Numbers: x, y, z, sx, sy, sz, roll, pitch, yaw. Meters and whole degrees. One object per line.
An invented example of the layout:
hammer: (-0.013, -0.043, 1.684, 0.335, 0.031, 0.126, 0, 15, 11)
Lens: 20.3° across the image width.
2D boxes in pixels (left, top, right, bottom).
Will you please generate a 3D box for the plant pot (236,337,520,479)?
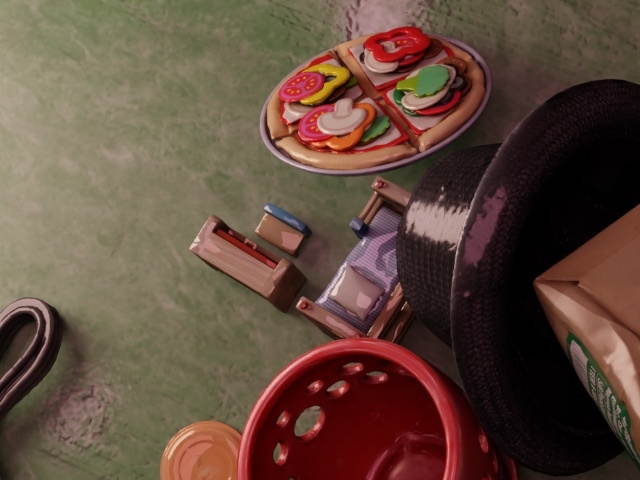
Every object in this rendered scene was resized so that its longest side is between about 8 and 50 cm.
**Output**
plant pot: (0.054, 0.186, 1.408, 0.191, 0.174, 0.191, -8, 71, 24)

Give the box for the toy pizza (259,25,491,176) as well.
toy pizza: (0.044, -0.125, 1.509, 0.201, 0.032, 0.201, -10, 38, 8)

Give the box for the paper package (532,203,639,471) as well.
paper package: (0.359, 0.080, 1.298, 0.309, 0.325, 0.168, -36, 47, 2)

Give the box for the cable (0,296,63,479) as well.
cable: (-0.303, 0.190, 1.563, 0.139, 0.072, 0.287, 2, 65, 28)

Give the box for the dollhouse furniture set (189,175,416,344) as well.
dollhouse furniture set: (0.000, 0.000, 1.495, 0.183, 0.129, 0.129, 30, 84, 15)

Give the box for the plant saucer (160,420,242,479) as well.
plant saucer: (-0.097, 0.196, 1.529, 0.083, 0.013, 0.083, -2, 76, 10)

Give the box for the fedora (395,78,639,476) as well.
fedora: (0.170, 0.019, 1.398, 0.152, 0.334, 0.334, 18, 80, 42)
